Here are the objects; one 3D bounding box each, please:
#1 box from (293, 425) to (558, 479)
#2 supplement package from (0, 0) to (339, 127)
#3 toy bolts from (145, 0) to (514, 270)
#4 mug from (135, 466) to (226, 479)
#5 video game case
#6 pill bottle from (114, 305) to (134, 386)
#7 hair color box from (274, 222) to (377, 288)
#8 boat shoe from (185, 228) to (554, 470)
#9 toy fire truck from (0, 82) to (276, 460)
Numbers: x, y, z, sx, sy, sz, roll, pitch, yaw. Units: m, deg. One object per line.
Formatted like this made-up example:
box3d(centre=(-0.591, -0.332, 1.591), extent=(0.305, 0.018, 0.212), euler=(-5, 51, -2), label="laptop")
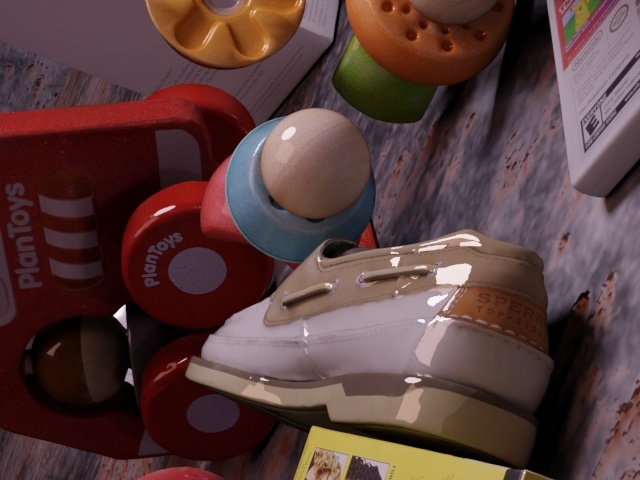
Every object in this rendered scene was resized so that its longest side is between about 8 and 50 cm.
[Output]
box3d(centre=(0.061, 0.127, 0.644), extent=(0.232, 0.087, 0.058), euler=(-11, 59, 71), label="box")
box3d(centre=(-0.143, -0.248, 1.290), extent=(0.177, 0.293, 0.175), euler=(-43, 32, 53), label="supplement package")
box3d(centre=(-0.009, -0.103, 0.861), extent=(0.158, 0.218, 0.228), euler=(130, 160, -74), label="toy bolts")
box3d(centre=(-0.077, 0.235, 0.893), extent=(0.150, 0.113, 0.169), euler=(-59, 23, 0), label="mug")
box3d(centre=(0.173, -0.148, 0.706), extent=(0.183, 0.023, 0.201), euler=(-88, 24, -43), label="video game case")
box3d(centre=(-0.144, 0.056, 1.247), extent=(0.124, 0.124, 0.221), euler=(-42, 33, 55), label="pill bottle")
box3d(centre=(0.000, 0.000, 1.018), extent=(0.072, 0.043, 0.141), euler=(-62, 21, 27), label="hair color box")
box3d(centre=(0.026, 0.056, 0.798), extent=(0.302, 0.113, 0.103), euler=(-2, 66, 60), label="boat shoe")
box3d(centre=(-0.162, 0.032, 1.051), extent=(0.169, 0.254, 0.302), euler=(-100, 7, -54), label="toy fire truck")
